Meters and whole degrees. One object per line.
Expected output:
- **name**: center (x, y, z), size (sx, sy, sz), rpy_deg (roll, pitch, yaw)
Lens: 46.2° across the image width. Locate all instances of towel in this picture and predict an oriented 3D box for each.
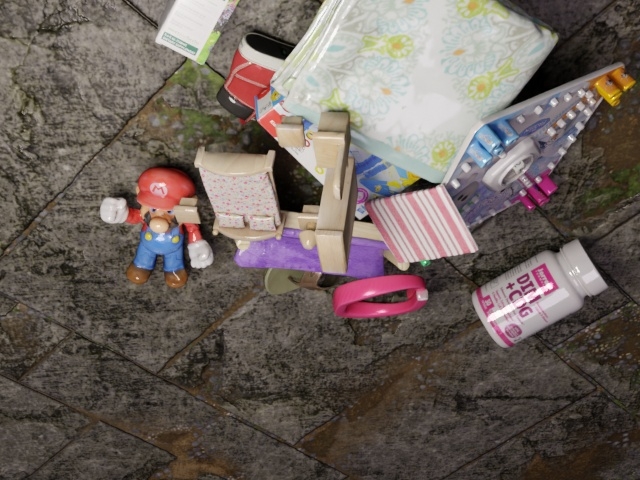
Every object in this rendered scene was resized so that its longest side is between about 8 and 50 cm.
- **towel**: center (0.149, -0.283, 1.213), size (0.374, 0.090, 0.320), rpy_deg (23, 124, -23)
- **towel**: center (0.184, -0.030, 1.383), size (0.197, 0.029, 0.144), rpy_deg (-11, 119, 46)

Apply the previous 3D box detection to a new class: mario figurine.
- **mario figurine**: center (-0.337, -0.010, 1.554), size (0.198, 0.170, 0.321), rpy_deg (-24, 147, -32)

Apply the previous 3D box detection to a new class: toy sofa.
- **toy sofa**: center (0.000, 0.000, 1.578), size (0.362, 0.150, 0.177), rpy_deg (8, 98, -12)

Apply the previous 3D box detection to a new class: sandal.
- **sandal**: center (0.012, 0.059, 1.709), size (0.302, 0.086, 0.120), rpy_deg (-15, 129, 6)

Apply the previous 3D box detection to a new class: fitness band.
- **fitness band**: center (0.133, 0.134, 1.716), size (0.209, 0.054, 0.291), rpy_deg (-6, 165, -3)

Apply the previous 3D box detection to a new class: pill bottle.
- **pill bottle**: center (0.517, 0.122, 1.771), size (0.283, 0.160, 0.160), rpy_deg (-34, 125, 19)

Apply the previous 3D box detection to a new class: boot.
- **boot**: center (-0.066, -0.277, 1.433), size (0.244, 0.088, 0.176), rpy_deg (17, 133, -19)

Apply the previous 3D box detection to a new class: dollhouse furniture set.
- **dollhouse furniture set**: center (-0.123, -0.064, 1.290), size (0.355, 0.174, 0.303), rpy_deg (3, 146, 8)

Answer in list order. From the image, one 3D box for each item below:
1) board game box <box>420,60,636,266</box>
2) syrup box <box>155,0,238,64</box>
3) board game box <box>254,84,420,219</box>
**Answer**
- **board game box**: center (0.374, -0.133, 1.427), size (0.390, 0.050, 0.390), rpy_deg (-25, 155, -28)
- **syrup box**: center (-0.187, -0.432, 1.275), size (0.093, 0.096, 0.237), rpy_deg (23, 124, -23)
- **board game box**: center (0.094, -0.229, 1.364), size (0.302, 0.086, 0.308), rpy_deg (-35, 125, 21)
